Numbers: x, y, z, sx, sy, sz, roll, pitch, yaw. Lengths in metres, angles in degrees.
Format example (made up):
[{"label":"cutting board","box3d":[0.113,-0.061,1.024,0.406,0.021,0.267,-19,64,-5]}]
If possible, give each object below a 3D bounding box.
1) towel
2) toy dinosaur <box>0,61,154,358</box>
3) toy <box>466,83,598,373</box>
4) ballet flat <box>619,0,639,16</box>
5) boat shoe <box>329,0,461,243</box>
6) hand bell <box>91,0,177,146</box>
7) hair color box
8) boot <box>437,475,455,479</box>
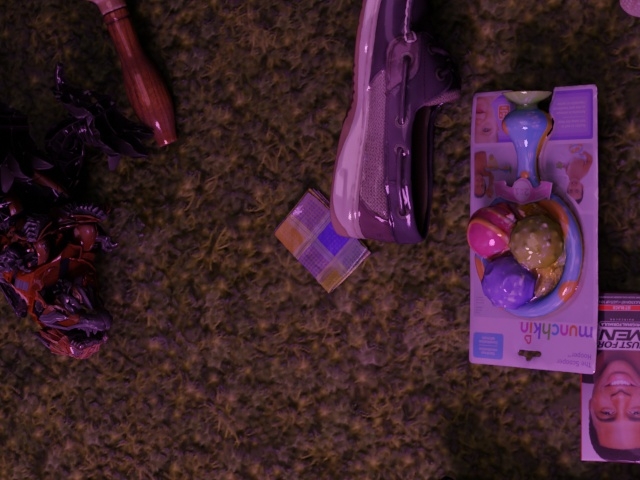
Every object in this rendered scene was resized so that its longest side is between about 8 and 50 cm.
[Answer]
[{"label":"towel","box3d":[0.000,0.000,1.428,0.060,0.009,0.083,-46,74,16]},{"label":"toy dinosaur","box3d":[-0.292,-0.045,1.480,0.322,0.164,0.218,41,133,2]},{"label":"toy","box3d":[0.164,-0.011,1.312,0.137,0.056,0.237,1,88,47]},{"label":"ballet flat","box3d":[0.320,-0.218,1.266,0.168,0.052,0.057,-10,87,23]},{"label":"boat shoe","box3d":[0.077,-0.134,1.349,0.092,0.103,0.285,13,99,18]},{"label":"hand bell","box3d":[-0.187,-0.204,1.473,0.126,0.126,0.242,-22,94,22]},{"label":"hair color box","box3d":[0.255,0.112,1.300,0.072,0.043,0.141,-1,90,24]},{"label":"boot","box3d":[0.218,0.240,1.297,0.236,0.085,0.178,43,104,11]}]
